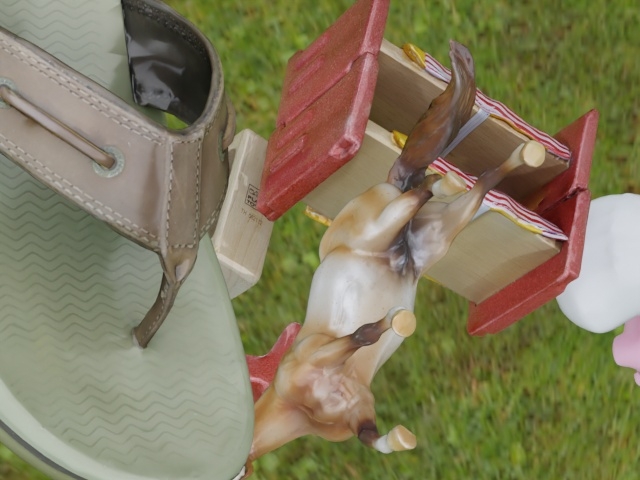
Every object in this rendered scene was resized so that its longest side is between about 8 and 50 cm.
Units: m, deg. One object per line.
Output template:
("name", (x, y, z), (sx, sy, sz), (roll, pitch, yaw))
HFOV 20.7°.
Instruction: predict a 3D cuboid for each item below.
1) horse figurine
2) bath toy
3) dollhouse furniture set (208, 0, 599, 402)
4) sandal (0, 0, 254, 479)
("horse figurine", (0.029, 0.026, 0.930), (0.066, 0.174, 0.263), (31, 66, -16))
("bath toy", (0.315, 0.063, 1.396), (0.129, 0.348, 0.151), (-10, 57, 36))
("dollhouse furniture set", (0.000, 0.000, 1.277), (0.201, 0.374, 0.152), (31, 48, -23))
("sandal", (-0.085, -0.055, 0.608), (0.120, 0.086, 0.303), (-10, 87, -38))
